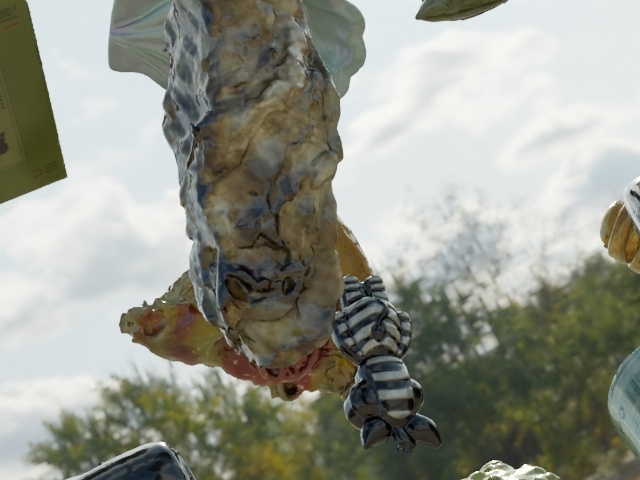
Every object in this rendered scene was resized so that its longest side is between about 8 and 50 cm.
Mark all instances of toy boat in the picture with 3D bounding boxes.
[{"bbox_3d":[-0.095,-0.239,1.544,0.290,0.100,0.199,4,-55,-13],"label":"toy boat"}]

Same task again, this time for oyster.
[{"bbox_3d":[-0.083,-0.095,1.083,0.111,0.396,0.204,-4,-3,-35],"label":"oyster"}]

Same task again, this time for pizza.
[{"bbox_3d":[-0.101,0.130,2.013,0.406,0.130,0.440,-13,-53,11],"label":"pizza"}]

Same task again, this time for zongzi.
[{"bbox_3d":[0.218,-0.336,1.879,0.154,0.062,0.130,-6,19,25],"label":"zongzi"}]

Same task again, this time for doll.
[{"bbox_3d":[0.061,0.133,1.423,0.091,0.219,0.067,1,-37,-19],"label":"doll"}]

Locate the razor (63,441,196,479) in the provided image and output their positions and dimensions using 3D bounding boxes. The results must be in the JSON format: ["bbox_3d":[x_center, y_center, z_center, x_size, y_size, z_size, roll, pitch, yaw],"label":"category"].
[{"bbox_3d":[-0.295,0.315,1.422,0.349,0.113,0.204,-19,-6,-13],"label":"razor"}]

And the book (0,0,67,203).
[{"bbox_3d":[-0.500,-0.179,1.914,0.239,0.035,0.352,-24,-40,-18],"label":"book"}]

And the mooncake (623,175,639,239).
[{"bbox_3d":[0.426,0.039,1.398,0.141,0.283,0.283,-27,-12,12],"label":"mooncake"}]

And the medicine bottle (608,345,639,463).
[{"bbox_3d":[0.574,0.285,1.901,0.245,0.290,0.245,-9,-55,-14],"label":"medicine bottle"}]

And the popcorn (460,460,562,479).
[{"bbox_3d":[0.279,0.433,1.906,0.235,0.242,0.250,-5,2,-11],"label":"popcorn"}]

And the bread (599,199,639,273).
[{"bbox_3d":[0.485,0.002,1.926,0.119,0.177,0.084,-59,-5,-29],"label":"bread"}]
